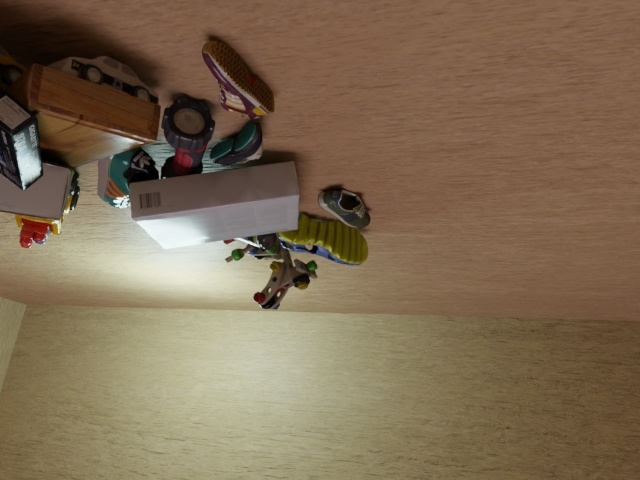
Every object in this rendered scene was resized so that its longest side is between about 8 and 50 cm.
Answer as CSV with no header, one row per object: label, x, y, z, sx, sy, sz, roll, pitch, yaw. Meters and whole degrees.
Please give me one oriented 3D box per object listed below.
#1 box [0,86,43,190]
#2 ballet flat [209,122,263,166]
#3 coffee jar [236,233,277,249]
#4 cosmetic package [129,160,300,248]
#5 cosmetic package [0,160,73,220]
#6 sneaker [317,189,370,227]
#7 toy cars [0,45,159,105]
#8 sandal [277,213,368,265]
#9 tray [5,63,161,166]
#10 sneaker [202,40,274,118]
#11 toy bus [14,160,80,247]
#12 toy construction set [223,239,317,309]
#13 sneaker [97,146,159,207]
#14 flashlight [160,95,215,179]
box,-0.542,-0.191,0.765,0.175,0.051,0.220,41,149,-9
ballet flat,-0.168,-0.204,1.040,0.074,0.074,0.203,20,161,-36
coffee jar,-0.222,-0.036,1.419,0.184,0.079,0.096,17,154,13
cosmetic package,-0.245,-0.079,1.197,0.377,0.098,0.284,-8,164,-6
cosmetic package,-0.645,-0.126,1.052,0.160,0.113,0.309,11,-176,-26
sneaker,0.088,-0.087,1.296,0.192,0.064,0.086,25,156,-37
toy cars,-0.485,-0.303,0.826,0.393,0.087,0.176,6,175,-14
sandal,0.000,0.000,1.488,0.317,0.126,0.138,21,157,-14
tray,-0.501,-0.216,0.913,0.410,0.076,0.202,1,174,45
sneaker,-0.162,-0.274,0.849,0.083,0.070,0.185,-12,153,26
toy bus,-0.752,-0.090,1.273,0.149,0.212,0.220,15,156,-22
toy construction set,-0.148,0.061,1.617,0.237,0.257,0.309,-26,124,24
sneaker,-0.469,-0.141,1.174,0.121,0.108,0.302,34,153,-6
flashlight,-0.308,-0.196,1.052,0.103,0.103,0.304,37,153,-9
